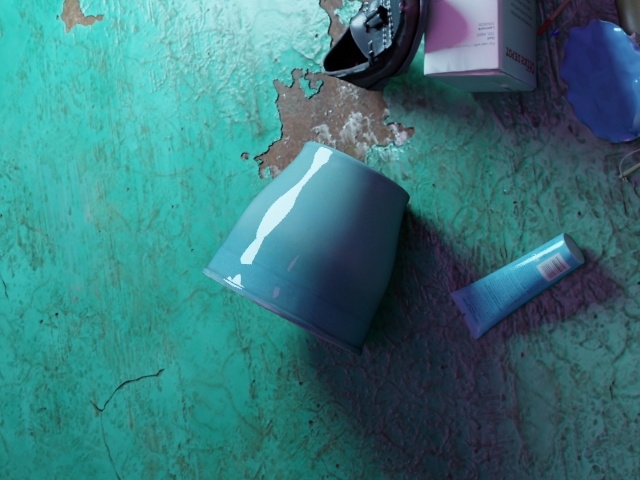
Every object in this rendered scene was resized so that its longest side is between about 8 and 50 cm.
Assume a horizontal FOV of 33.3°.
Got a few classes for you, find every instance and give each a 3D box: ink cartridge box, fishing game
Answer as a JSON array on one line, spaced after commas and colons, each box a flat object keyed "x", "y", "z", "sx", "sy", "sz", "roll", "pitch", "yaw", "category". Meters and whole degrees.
[{"x": 0.231, "y": -0.360, "z": 1.531, "sx": 0.117, "sy": 0.201, "sz": 0.278, "roll": 0, "pitch": 90, "yaw": 25, "category": "ink cartridge box"}, {"x": 0.405, "y": -0.225, "z": 1.493, "sx": 0.041, "sy": 0.189, "sz": 0.264, "roll": -24, "pitch": 77, "yaw": -21, "category": "fishing game"}]

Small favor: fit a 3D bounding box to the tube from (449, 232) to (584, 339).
[{"x": 0.291, "y": 0.064, "z": 1.590, "sx": 0.207, "sy": 0.052, "sz": 0.080, "roll": -35, "pitch": 71, "yaw": 26, "category": "tube"}]

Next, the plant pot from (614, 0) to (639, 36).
[{"x": 0.465, "y": -0.355, "z": 1.453, "sx": 0.167, "sy": 0.167, "sz": 0.165, "roll": -6, "pitch": 96, "yaw": 25, "category": "plant pot"}]

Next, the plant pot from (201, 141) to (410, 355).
[{"x": 0.000, "y": 0.000, "z": 1.619, "sx": 0.272, "sy": 0.271, "sz": 0.255, "roll": 27, "pitch": 88, "yaw": 23, "category": "plant pot"}]

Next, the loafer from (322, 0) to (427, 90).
[{"x": 0.075, "y": -0.288, "z": 1.557, "sx": 0.095, "sy": 0.302, "sz": 0.109, "roll": 3, "pitch": 79, "yaw": -11, "category": "loafer"}]
